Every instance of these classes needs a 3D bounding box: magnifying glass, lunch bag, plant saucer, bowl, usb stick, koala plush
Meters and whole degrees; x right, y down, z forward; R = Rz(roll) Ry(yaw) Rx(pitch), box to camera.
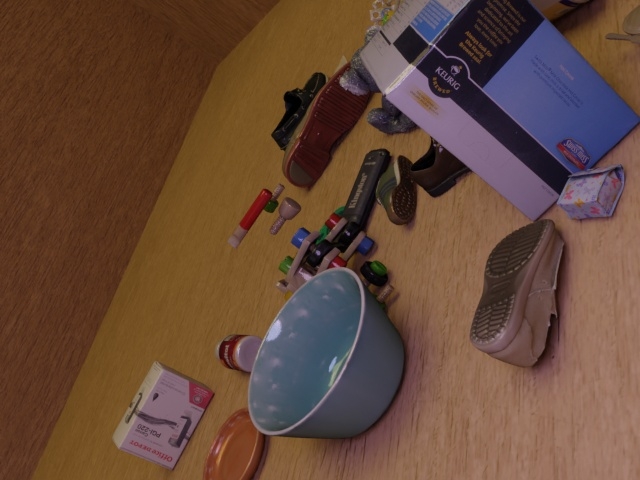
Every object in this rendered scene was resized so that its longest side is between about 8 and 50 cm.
[{"bbox_3d":[0.000,0.000,1.647,0.231,0.026,0.092,-41,30,27],"label":"magnifying glass"},{"bbox_3d":[0.399,-0.077,0.983,0.083,0.053,0.071,-56,25,-20],"label":"lunch bag"},{"bbox_3d":[-0.179,0.455,1.413,0.200,0.037,0.200,-41,30,30],"label":"plant saucer"},{"bbox_3d":[0.027,0.220,1.170,0.311,0.163,0.312,-41,29,29],"label":"bowl"},{"bbox_3d":[0.095,-0.095,1.556,0.077,0.045,0.278,-9,51,51],"label":"usb stick"},{"bbox_3d":[0.162,-0.382,1.567,0.196,0.221,0.203,-57,25,-2],"label":"koala plush"}]

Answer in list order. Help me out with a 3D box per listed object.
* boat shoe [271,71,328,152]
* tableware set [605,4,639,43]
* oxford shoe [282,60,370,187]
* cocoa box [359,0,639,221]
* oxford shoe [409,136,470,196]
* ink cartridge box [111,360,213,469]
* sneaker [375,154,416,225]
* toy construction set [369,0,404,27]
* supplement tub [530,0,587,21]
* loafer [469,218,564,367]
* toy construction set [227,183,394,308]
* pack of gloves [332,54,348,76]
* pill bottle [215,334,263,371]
[{"bbox_3d":[-0.075,-0.440,2.189,0.127,0.113,0.340,-13,49,57],"label":"boat shoe"},{"bbox_3d":[0.554,-0.332,1.023,0.128,0.039,0.194,-45,31,-2],"label":"tableware set"},{"bbox_3d":[0.001,-0.345,1.906,0.397,0.140,0.146,-55,26,3],"label":"oxford shoe"},{"bbox_3d":[0.274,-0.246,1.057,0.228,0.347,0.231,-47,26,19],"label":"cocoa box"},{"bbox_3d":[0.267,-0.183,1.296,0.227,0.096,0.083,-43,27,24],"label":"oxford shoe"},{"bbox_3d":[-0.395,0.439,1.675,0.218,0.158,0.092,-61,26,-9],"label":"ink cartridge box"},{"bbox_3d":[0.157,-0.092,1.432,0.086,0.064,0.192,-43,27,43],"label":"sneaker"},{"bbox_3d":[0.241,-0.658,1.866,0.328,0.151,0.215,-108,30,-68],"label":"toy construction set"},{"bbox_3d":[0.366,-0.521,1.342,0.331,0.241,0.241,-21,42,51],"label":"supplement tub"},{"bbox_3d":[0.291,0.075,0.960,0.102,0.092,0.268,-22,26,48],"label":"loafer"},{"bbox_3d":[-0.049,0.056,1.371,0.237,0.308,0.257,-52,17,21],"label":"toy construction set"},{"bbox_3d":[0.064,-0.442,2.049,0.195,0.046,0.232,-62,21,24],"label":"pack of gloves"},{"bbox_3d":[-0.194,0.269,1.601,0.152,0.086,0.086,-11,50,58],"label":"pill bottle"}]
